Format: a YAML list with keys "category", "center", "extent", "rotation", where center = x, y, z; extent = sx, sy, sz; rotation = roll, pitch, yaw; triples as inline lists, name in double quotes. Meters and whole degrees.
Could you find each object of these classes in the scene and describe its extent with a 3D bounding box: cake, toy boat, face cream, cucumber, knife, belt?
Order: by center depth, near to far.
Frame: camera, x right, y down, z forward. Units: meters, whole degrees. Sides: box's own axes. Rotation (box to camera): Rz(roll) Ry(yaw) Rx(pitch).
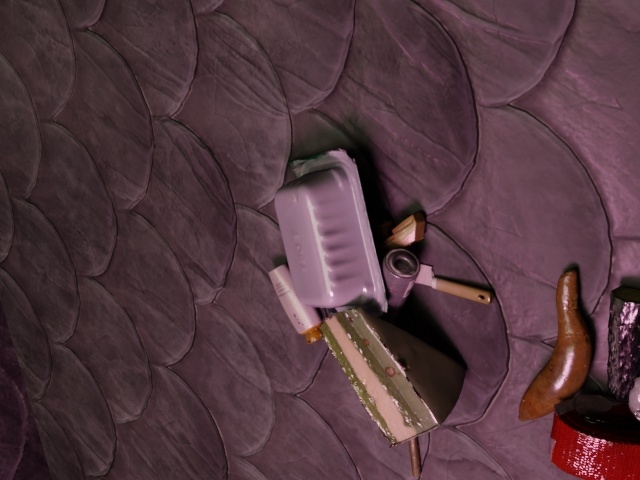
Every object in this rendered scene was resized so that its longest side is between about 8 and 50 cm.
- category: "cucumber"
  center: [0.520, 0.186, 1.753]
  extent: [0.078, 0.062, 0.211]
  rotation: [16, 119, 35]
- category: "belt"
  center: [0.498, 0.357, 1.796]
  extent: [0.201, 0.128, 0.124]
  rotation: [11, 119, 17]
- category: "knife"
  center: [0.210, 0.071, 2.009]
  extent: [0.298, 0.017, 0.047]
  rotation: [14, 117, 41]
- category: "toy boat"
  center: [0.125, 0.002, 2.018]
  extent: [0.206, 0.064, 0.072]
  rotation: [-35, 79, 42]
- category: "cake"
  center: [0.145, 0.229, 2.021]
  extent: [0.158, 0.172, 0.283]
  rotation: [-35, 90, 44]
- category: "face cream"
  center: [0.125, 0.126, 2.042]
  extent: [0.073, 0.073, 0.283]
  rotation: [43, 144, 19]
- category: "face cream"
  center: [-0.050, 0.138, 2.247]
  extent: [0.072, 0.051, 0.182]
  rotation: [-29, 90, 41]

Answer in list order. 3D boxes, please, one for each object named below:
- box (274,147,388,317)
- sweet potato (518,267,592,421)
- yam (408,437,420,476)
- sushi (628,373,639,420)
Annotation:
- category: "box"
  center: [0.000, 0.000, 2.021]
  extent: [0.264, 0.106, 0.336]
  rotation: [-5, 98, 65]
- category: "sweet potato"
  center: [0.426, 0.216, 1.843]
  extent: [0.108, 0.079, 0.346]
  rotation: [37, 128, 39]
- category: "yam"
  center: [0.200, 0.450, 2.193]
  extent: [0.021, 0.021, 0.116]
  rotation: [10, 115, 39]
- category: "sushi"
  center: [0.616, 0.276, 1.665]
  extent: [0.225, 0.127, 0.124]
  rotation: [38, 132, 33]
